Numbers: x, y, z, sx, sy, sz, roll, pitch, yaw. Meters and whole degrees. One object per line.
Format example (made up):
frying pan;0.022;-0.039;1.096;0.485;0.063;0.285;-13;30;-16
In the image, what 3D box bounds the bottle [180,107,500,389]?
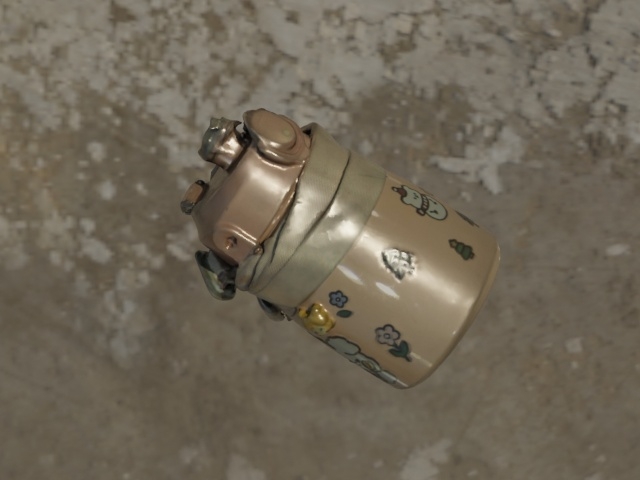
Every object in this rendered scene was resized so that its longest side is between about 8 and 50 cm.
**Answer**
bottle;0.001;-0.001;0.692;0.152;0.099;0.099;31;113;-9
